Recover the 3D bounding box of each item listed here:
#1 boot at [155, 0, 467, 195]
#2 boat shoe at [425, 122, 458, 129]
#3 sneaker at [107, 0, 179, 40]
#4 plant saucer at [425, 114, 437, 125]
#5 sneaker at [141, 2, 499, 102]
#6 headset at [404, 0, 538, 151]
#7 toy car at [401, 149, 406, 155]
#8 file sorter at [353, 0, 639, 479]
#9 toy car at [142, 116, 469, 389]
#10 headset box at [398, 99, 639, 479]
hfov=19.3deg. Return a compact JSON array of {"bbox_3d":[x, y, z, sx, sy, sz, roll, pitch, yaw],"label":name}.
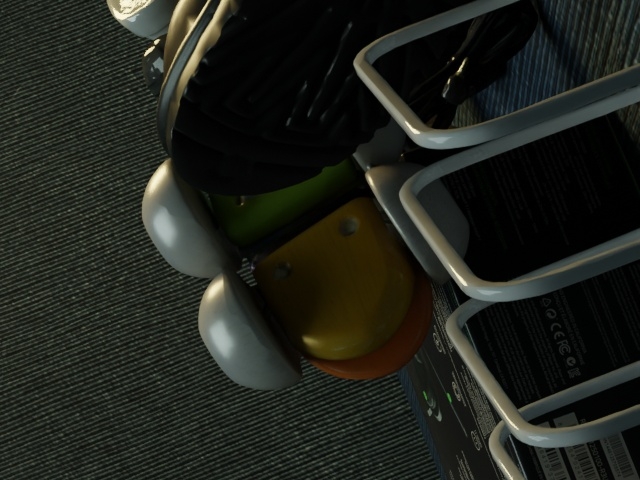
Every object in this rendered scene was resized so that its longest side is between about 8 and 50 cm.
[{"bbox_3d":[-0.009,-0.222,1.002,0.348,0.131,0.260,-57,40,26],"label":"boot"},{"bbox_3d":[0.100,-0.026,1.664,0.120,0.122,0.324,36,175,-16],"label":"boat shoe"},{"bbox_3d":[-0.076,-0.201,1.485,0.169,0.108,0.292,47,-159,-24],"label":"sneaker"},{"bbox_3d":[0.073,-0.162,1.777,0.168,0.029,0.168,159,90,-87],"label":"plant saucer"},{"bbox_3d":[-0.006,-0.148,1.334,0.109,0.286,0.130,-22,79,51],"label":"sneaker"},{"bbox_3d":[-0.030,-0.240,1.208,0.394,0.185,0.243,40,173,7],"label":"headset"},{"bbox_3d":[0.039,-0.135,1.545,0.149,0.188,0.155,29,-172,-21],"label":"toy car"},{"bbox_3d":[0.124,-0.028,0.764,0.193,0.173,0.278,-121,10,-71],"label":"file sorter"},{"bbox_3d":[0.000,0.000,1.085,0.182,0.159,0.136,60,-173,27],"label":"toy car"},{"bbox_3d":[0.136,0.071,1.219,0.283,0.131,0.246,107,144,-75],"label":"headset box"}]
